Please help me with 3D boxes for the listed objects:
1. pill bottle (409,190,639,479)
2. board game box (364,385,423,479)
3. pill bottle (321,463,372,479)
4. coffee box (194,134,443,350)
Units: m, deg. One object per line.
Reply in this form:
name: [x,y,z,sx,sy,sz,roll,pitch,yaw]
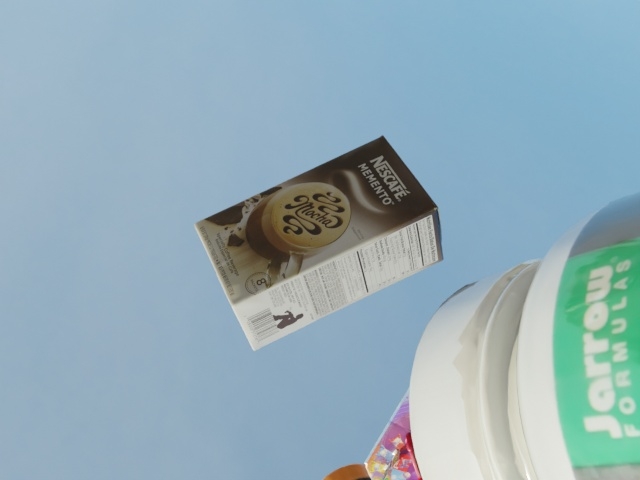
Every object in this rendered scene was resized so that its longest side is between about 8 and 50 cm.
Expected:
pill bottle: [0.214,0.056,0.325,0.204,0.361,0.204,13,-113,-31]
board game box: [0.129,0.223,0.834,0.133,0.168,0.033,27,-164,-2]
pill bottle: [0.077,0.365,0.894,0.130,0.130,0.245,-14,-140,-22]
coffee box: [0.000,0.000,1.120,0.297,0.119,0.168,-26,-130,-7]
